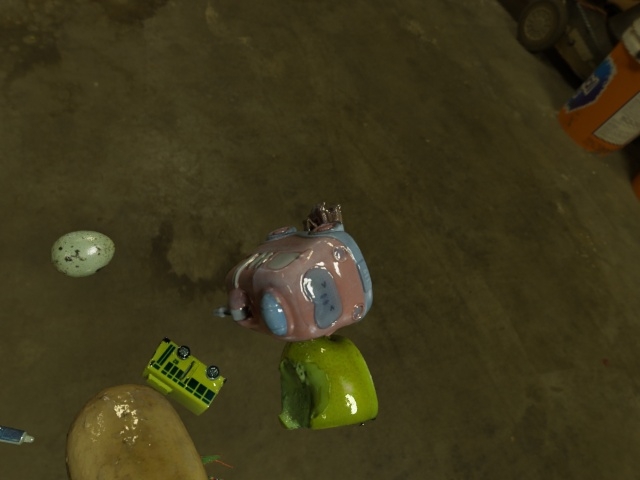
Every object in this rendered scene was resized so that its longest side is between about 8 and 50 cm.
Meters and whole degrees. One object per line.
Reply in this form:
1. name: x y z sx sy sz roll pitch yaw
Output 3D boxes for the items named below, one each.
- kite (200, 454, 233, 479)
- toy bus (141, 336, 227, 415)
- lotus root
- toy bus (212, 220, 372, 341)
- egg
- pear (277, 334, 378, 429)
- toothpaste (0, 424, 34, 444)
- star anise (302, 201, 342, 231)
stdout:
1. kite: -0.354 0.695 1.214 0.244 0.198 0.006 47 9 -30
2. toy bus: -0.471 0.464 1.396 0.262 0.128 0.150 37 45 -6
3. lotus root: -0.256 0.368 0.603 0.169 0.152 0.343 -25 58 -29
4. toy bus: -0.059 0.096 0.813 0.231 0.293 0.198 -31 111 -43
5. egg: -0.435 0.023 0.752 0.110 0.085 0.085 -20 66 -7
6. pear: -0.006 0.383 1.171 0.176 0.286 0.282 13 65 -49
7. toothpaste: -0.911 0.538 1.149 0.197 0.035 0.057 22 32 -17
8. star anise: 0.008 -0.010 1.108 0.073 0.213 0.196 14 25 27
